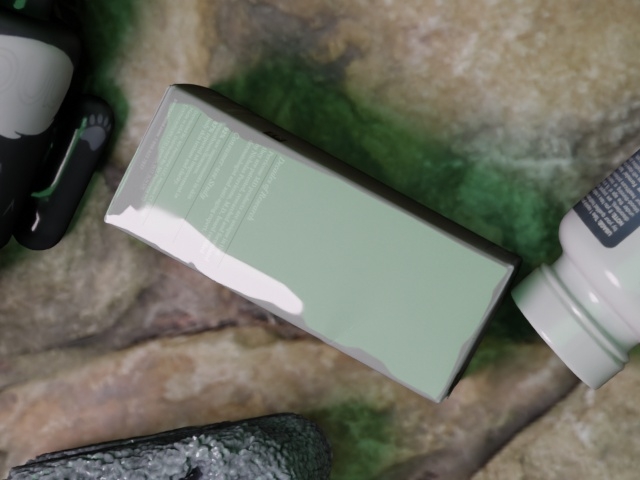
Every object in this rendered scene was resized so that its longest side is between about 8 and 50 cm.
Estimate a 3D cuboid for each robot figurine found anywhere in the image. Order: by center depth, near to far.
[{"bbox_3d":[-0.255,-0.080,1.242,0.209,0.173,0.278,24,99,9],"label":"robot figurine"}]

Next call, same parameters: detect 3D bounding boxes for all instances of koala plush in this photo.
[{"bbox_3d":[-0.077,0.228,1.226,0.203,0.196,0.221,-11,87,-1],"label":"koala plush"}]

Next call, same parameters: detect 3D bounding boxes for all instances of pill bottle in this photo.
[{"bbox_3d":[0.208,0.002,1.209,0.180,0.108,0.108,-41,86,8],"label":"pill bottle"}]

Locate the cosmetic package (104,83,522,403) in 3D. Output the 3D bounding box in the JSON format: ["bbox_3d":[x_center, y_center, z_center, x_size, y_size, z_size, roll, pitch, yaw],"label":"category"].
[{"bbox_3d":[0.000,0.000,1.231,0.238,0.127,0.107,26,95,5],"label":"cosmetic package"}]
